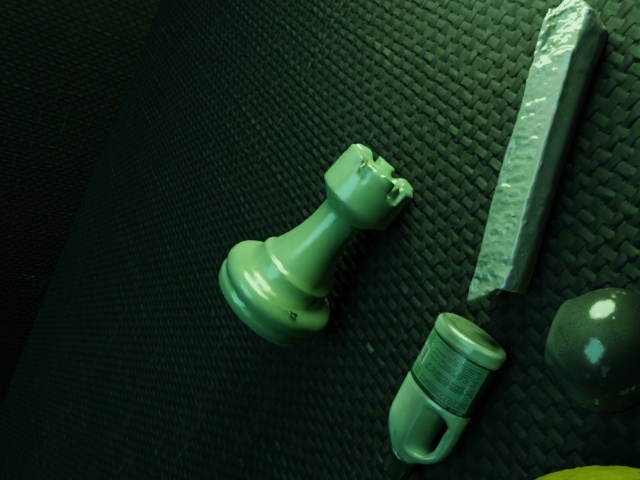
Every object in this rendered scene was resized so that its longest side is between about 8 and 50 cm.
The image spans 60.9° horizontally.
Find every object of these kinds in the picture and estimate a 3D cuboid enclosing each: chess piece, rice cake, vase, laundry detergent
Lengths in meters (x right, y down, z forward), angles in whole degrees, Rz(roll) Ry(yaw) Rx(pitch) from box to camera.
[{"bbox_3d":[0.000,0.000,0.832,0.299,0.195,0.194,-49,47,19],"label":"chess piece"},{"bbox_3d":[0.250,-0.095,0.628,0.056,0.073,0.364,20,96,48],"label":"rice cake"},{"bbox_3d":[0.305,0.114,0.488,0.183,0.120,0.120,17,94,37],"label":"vase"},{"bbox_3d":[0.140,0.209,0.684,0.099,0.070,0.225,37,109,41],"label":"laundry detergent"}]

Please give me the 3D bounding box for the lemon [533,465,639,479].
[{"bbox_3d":[0.234,0.305,0.416,0.267,0.268,0.267,-16,69,47],"label":"lemon"}]
